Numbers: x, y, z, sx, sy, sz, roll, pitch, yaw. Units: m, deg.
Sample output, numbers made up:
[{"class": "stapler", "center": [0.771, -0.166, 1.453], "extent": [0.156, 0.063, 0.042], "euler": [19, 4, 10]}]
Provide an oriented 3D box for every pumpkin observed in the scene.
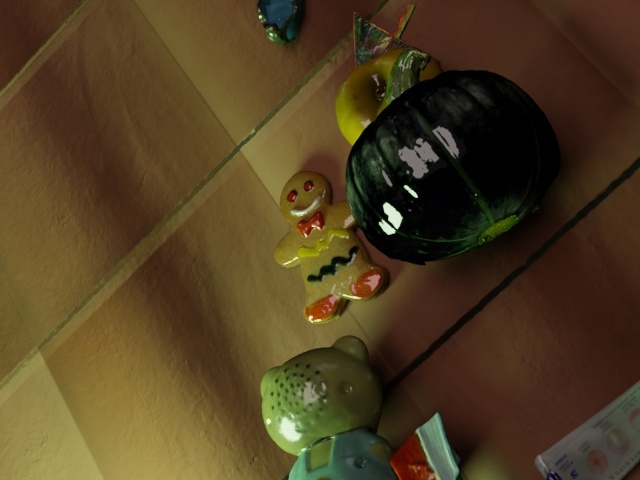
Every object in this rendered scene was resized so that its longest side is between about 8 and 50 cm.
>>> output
[{"class": "pumpkin", "center": [0.153, -0.117, 1.639], "extent": [0.296, 0.296, 0.296], "euler": [-10, 70, 29]}]

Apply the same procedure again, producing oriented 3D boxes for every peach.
[{"class": "peach", "center": [0.103, -0.200, 1.808], "extent": [0.179, 0.103, 0.179], "euler": [-19, 57, 32]}]

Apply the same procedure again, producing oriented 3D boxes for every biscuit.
[{"class": "biscuit", "center": [0.000, 0.000, 1.864], "extent": [0.165, 0.036, 0.250], "euler": [-31, 61, 20]}]

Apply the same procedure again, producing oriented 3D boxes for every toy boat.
[{"class": "toy boat", "center": [-0.072, -0.399, 2.004], "extent": [0.075, 0.077, 0.185], "euler": [-14, 68, 27]}, {"class": "toy boat", "center": [0.210, 0.372, 1.551], "extent": [0.133, 0.145, 0.332], "euler": [-29, 70, -3]}]

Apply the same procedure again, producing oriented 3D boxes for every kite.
[{"class": "kite", "center": [0.103, -0.297, 1.905], "extent": [0.190, 0.010, 0.159], "euler": [38, 95, 33]}]

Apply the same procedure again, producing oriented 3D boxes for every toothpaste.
[{"class": "toothpaste", "center": [0.407, 0.212, 1.530], "extent": [0.323, 0.066, 0.100], "euler": [-46, 62, 18]}]

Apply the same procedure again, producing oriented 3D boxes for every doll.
[{"class": "doll", "center": [0.016, 0.274, 1.694], "extent": [0.177, 0.161, 0.260], "euler": [-26, 66, 25]}]
